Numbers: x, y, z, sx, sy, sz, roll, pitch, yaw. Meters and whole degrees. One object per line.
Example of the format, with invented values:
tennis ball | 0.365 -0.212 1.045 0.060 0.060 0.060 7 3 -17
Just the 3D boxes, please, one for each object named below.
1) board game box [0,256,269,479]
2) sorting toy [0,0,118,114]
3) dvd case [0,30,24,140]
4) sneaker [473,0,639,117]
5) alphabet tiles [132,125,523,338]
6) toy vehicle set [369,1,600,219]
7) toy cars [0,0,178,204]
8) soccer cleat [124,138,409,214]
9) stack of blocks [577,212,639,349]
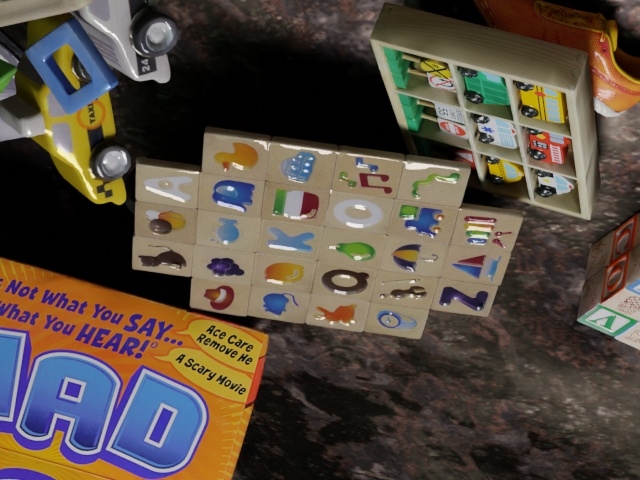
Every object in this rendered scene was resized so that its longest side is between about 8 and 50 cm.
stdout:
board game box | -0.277 0.231 1.859 0.356 0.356 0.356 16 172 -2
sorting toy | -0.277 -0.241 1.329 0.196 0.047 0.347 -6 115 40
dvd case | -0.356 -0.147 1.706 0.221 0.018 0.164 -9 142 35
sneaker | 0.195 -0.165 1.408 0.175 0.064 0.067 26 126 -26
alphabet tiles | 0.000 0.000 1.610 0.343 0.011 0.285 8 146 -1
toy vehicle set | 0.143 -0.102 1.464 0.166 0.035 0.267 16 163 17
toy cars | -0.203 -0.162 1.453 0.087 0.176 0.393 -20 161 -25
soccer cleat | -0.030 -0.023 1.682 0.318 0.108 0.116 3 146 14
stack of blocks | 0.397 0.082 1.682 0.297 0.087 0.171 24 148 -14
